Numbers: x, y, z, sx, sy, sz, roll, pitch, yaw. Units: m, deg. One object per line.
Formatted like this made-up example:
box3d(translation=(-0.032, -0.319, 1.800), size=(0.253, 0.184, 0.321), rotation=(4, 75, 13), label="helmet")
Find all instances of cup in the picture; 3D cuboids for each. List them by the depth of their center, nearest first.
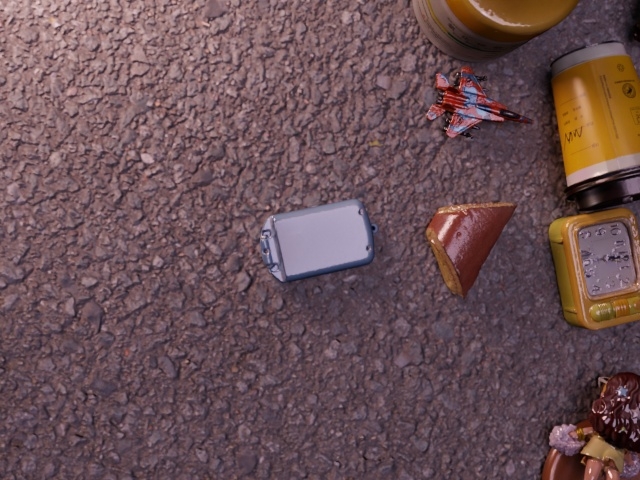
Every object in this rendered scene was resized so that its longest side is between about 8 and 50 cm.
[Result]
box3d(translation=(0.499, -0.194, 1.586), size=(0.196, 0.196, 0.280), rotation=(-12, 82, -10), label="cup")

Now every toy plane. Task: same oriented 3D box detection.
box3d(translation=(0.286, -0.232, 1.606), size=(0.189, 0.061, 0.130), rotation=(15, 85, -13), label="toy plane")

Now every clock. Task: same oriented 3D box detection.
box3d(translation=(0.498, 0.049, 1.618), size=(0.143, 0.096, 0.202), rotation=(-12, 90, -7), label="clock")

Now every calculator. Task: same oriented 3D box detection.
box3d(translation=(0.000, 0.000, 1.561), size=(0.210, 0.039, 0.121), rotation=(-13, 93, -10), label="calculator")

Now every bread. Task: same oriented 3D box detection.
box3d(translation=(0.249, -0.006, 1.589), size=(0.119, 0.067, 0.192), rotation=(29, 84, -8), label="bread")

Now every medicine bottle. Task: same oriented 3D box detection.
box3d(translation=(0.293, -0.436, 1.525), size=(0.237, 0.232, 0.238), rotation=(0, 87, -9), label="medicine bottle")

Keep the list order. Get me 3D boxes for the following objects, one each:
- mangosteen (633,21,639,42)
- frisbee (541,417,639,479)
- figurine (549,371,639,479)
box3d(translation=(0.670, -0.435, 1.618), size=(0.250, 0.211, 0.211), rotation=(-34, 95, 22), label="mangosteen")
box3d(translation=(0.518, 0.444, 1.640), size=(0.250, 0.021, 0.251), rotation=(1, 82, -10), label="frisbee")
box3d(translation=(0.508, 0.344, 1.580), size=(0.174, 0.116, 0.240), rotation=(27, 79, -6), label="figurine")
